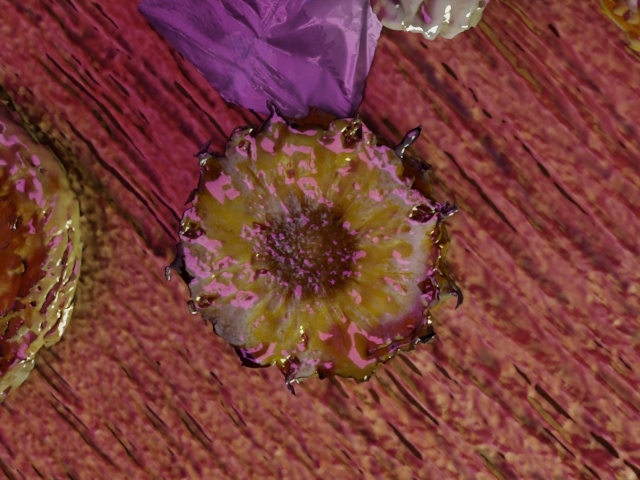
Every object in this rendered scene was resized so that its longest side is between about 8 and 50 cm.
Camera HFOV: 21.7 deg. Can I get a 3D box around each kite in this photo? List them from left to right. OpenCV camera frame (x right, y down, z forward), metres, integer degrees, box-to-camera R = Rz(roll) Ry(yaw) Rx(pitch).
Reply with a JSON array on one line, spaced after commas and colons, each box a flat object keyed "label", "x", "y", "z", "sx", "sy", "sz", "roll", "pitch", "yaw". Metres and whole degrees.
[{"label": "kite", "x": 0.017, "y": -0.219, "z": 1.110, "sx": 0.169, "sy": 0.015, "sz": 0.310, "roll": 39, "pitch": 110, "yaw": 8}]

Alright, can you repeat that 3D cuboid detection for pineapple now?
[{"label": "pineapple", "x": 0.000, "y": 0.000, "z": 1.134, "sx": 0.221, "sy": 0.047, "sz": 0.221, "roll": 5, "pitch": 106, "yaw": 17}]

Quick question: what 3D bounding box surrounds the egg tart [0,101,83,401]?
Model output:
[{"label": "egg tart", "x": -0.272, "y": -0.001, "z": 1.206, "sx": 0.231, "sy": 0.098, "sz": 0.252, "roll": 9, "pitch": 105, "yaw": 12}]

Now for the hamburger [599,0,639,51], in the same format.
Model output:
[{"label": "hamburger", "x": 0.270, "y": -0.208, "z": 0.908, "sx": 0.291, "sy": 0.225, "sz": 0.291, "roll": 2, "pitch": 97, "yaw": 17}]

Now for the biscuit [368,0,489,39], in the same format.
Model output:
[{"label": "biscuit", "x": 0.106, "y": -0.322, "z": 0.906, "sx": 0.078, "sy": 0.144, "sz": 0.426, "roll": 12, "pitch": 115, "yaw": -10}]
